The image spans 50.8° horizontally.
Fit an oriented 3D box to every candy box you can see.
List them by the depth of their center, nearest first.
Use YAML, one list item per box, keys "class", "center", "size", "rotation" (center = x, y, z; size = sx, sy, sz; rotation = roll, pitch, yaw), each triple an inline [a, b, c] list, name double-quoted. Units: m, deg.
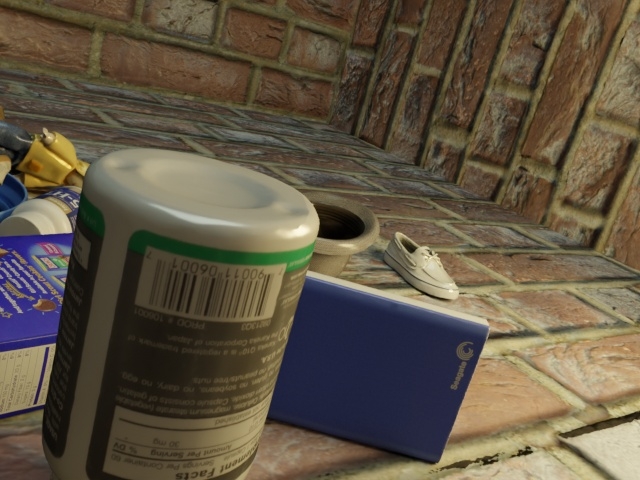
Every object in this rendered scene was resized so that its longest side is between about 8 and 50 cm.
- class: "candy box"
  center: [-0.396, 0.098, 0.854]
  size: [0.268, 0.122, 0.317]
  rotation: [31, 21, 36]

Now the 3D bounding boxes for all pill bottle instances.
- class: "pill bottle"
  center: [-0.141, 0.115, 0.624]
  size: [0.204, 0.361, 0.204]
  rotation: [15, 17, -5]
- class: "pill bottle"
  center: [-0.474, -0.025, 1.179]
  size: [0.112, 0.112, 0.187]
  rotation: [17, 17, 2]

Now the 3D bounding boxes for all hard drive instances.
- class: "hard drive"
  center: [0.036, 0.161, 0.894]
  size: [0.318, 0.210, 0.040]
  rotation: [16, 16, -2]

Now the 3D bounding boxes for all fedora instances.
- class: "fedora"
  center: [0.000, 0.000, 1.505]
  size: [0.243, 0.124, 0.275]
  rotation: [16, 25, 8]

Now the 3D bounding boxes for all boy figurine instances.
- class: "boy figurine"
  center: [-0.604, -0.165, 1.451]
  size: [0.285, 0.177, 0.092]
  rotation: [30, 35, -40]

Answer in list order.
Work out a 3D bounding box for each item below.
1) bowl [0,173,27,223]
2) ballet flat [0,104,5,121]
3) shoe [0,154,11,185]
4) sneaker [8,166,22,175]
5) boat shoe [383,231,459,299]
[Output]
- class: "bowl"
  center: [-0.723, -0.076, 1.171]
  size: [0.391, 0.077, 0.391]
  rotation: [15, 17, -5]
- class: "ballet flat"
  center: [-0.798, -0.232, 1.562]
  size: [0.124, 0.116, 0.342]
  rotation: [35, 16, -8]
- class: "shoe"
  center: [-0.602, -0.107, 1.170]
  size: [0.076, 0.058, 0.219]
  rotation: [-14, 12, 6]
- class: "sneaker"
  center: [-0.644, -0.171, 1.552]
  size: [0.078, 0.067, 0.188]
  rotation: [22, 14, 39]
- class: "boat shoe"
  center: [0.241, 0.056, 1.618]
  size: [0.095, 0.084, 0.258]
  rotation: [3, 21, -37]
